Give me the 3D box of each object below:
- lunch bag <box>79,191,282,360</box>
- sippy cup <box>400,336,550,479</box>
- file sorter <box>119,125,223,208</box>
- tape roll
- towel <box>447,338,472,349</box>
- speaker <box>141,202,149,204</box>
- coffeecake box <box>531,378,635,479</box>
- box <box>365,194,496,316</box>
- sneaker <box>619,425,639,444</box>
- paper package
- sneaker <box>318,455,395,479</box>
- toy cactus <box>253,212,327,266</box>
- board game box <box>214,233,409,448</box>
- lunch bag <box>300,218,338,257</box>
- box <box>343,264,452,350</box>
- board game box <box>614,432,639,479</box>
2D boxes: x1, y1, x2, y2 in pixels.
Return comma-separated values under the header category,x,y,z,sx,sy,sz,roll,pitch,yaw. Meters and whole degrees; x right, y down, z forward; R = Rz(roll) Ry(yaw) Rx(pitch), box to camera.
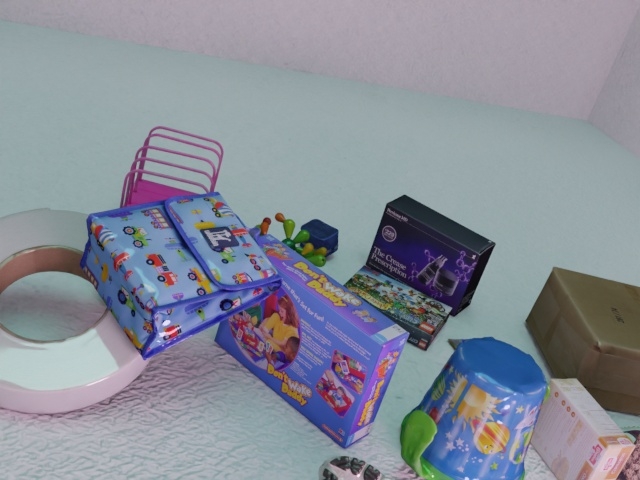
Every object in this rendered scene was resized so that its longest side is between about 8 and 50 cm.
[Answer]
category,x,y,z,sx,sy,sz,roll,pitch,yaw
lunch bag,-0.221,0.037,1.467,0.293,0.138,0.221,-20,58,-37
sippy cup,0.285,0.303,1.531,0.240,0.224,0.305,21,27,7
file sorter,-0.341,-0.124,1.992,0.202,0.182,0.290,14,27,-7
tape roll,-0.459,0.108,1.464,0.392,0.072,0.392,8,48,-9
towel,0.329,0.238,1.918,0.083,0.009,0.060,5,29,-25
speaker,-0.361,0.035,1.742,0.131,0.131,0.296,14,27,-10
coffeecake box,0.479,0.372,1.609,0.068,0.142,0.185,4,30,-26
box,0.261,0.033,2.070,0.261,0.184,0.103,30,28,23
sneaker,0.591,0.411,1.704,0.186,0.069,0.084,12,35,1
paper package,0.671,0.235,1.966,0.310,0.168,0.325,13,26,-13
sneaker,0.116,0.428,1.330,0.279,0.118,0.107,39,71,6
toy cactus,-0.096,0.030,1.976,0.219,0.112,0.180,35,50,25
board game box,-0.027,0.176,1.564,0.347,0.233,0.078,35,31,29
lunch bag,0.000,0.000,2.099,0.098,0.065,0.067,30,43,34
box,0.166,0.149,1.946,0.233,0.044,0.159,26,27,14
board game box,0.679,0.408,1.503,0.141,0.291,0.232,-6,35,-40
